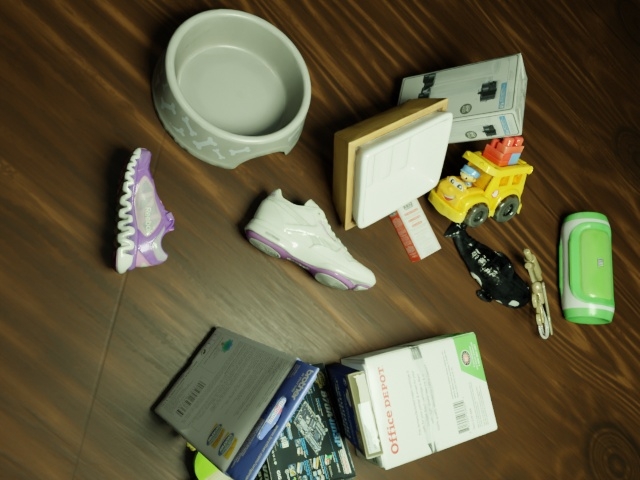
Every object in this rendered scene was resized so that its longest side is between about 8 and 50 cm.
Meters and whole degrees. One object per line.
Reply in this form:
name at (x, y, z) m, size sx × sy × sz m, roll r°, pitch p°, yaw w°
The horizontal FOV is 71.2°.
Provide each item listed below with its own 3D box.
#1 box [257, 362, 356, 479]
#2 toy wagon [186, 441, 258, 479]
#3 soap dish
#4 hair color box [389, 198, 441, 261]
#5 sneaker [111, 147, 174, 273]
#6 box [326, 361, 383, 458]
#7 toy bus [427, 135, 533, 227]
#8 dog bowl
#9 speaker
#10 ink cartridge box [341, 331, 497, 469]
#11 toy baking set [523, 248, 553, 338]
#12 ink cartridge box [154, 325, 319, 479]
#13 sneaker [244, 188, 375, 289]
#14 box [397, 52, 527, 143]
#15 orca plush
box at (-0.044, 0.344, 0.821) m, size 0.175 × 0.051 × 0.221 m, roll 4°, pitch 56°, yaw -38°
toy wagon at (-0.134, 0.483, 0.799) m, size 0.267 × 0.068 × 0.345 m, roll -27°, pitch 88°, yaw -27°
soap dish at (0.153, -0.180, 1.006) m, size 0.290 × 0.229 × 0.118 m, roll -29°, pitch 51°, yaw -26°
hair color box at (0.229, -0.027, 1.096) m, size 0.071 × 0.043 × 0.141 m, roll -25°, pitch 89°, yaw -26°
sneaker at (-0.327, -0.054, 0.840) m, size 0.104 × 0.095 × 0.237 m, roll 5°, pitch 80°, yaw -29°
box at (0.054, 0.306, 0.841) m, size 0.036 × 0.225 × 0.137 m, roll -12°, pitch 81°, yaw -11°
toy bus at (0.400, -0.158, 1.090) m, size 0.220 × 0.212 × 0.149 m, roll -11°, pitch 41°, yaw -24°
dog bowl at (-0.178, -0.332, 0.963) m, size 0.348 × 0.102 × 0.349 m, roll 6°, pitch 74°, yaw -22°
speaker at (0.742, 0.076, 1.249) m, size 0.131 × 0.131 × 0.297 m, roll 15°, pitch 72°, yaw -20°
ink cartridge box at (0.206, 0.326, 0.954) m, size 0.288 × 0.121 × 0.211 m, roll -5°, pitch 79°, yaw -25°
toy baking set at (0.563, 0.145, 1.166) m, size 0.256 × 0.030 × 0.197 m, roll 38°, pitch 51°, yaw -46°
ink cartridge box at (-0.134, 0.255, 0.723) m, size 0.065 × 0.311 × 0.186 m, roll 49°, pitch 62°, yaw -28°
sneaker at (0.000, 0.000, 0.949) m, size 0.305 × 0.114 × 0.152 m, roll 30°, pitch 68°, yaw -14°
box at (0.332, -0.328, 1.081) m, size 0.087 × 0.289 × 0.169 m, roll 37°, pitch 61°, yaw -48°
orca plush at (0.454, 0.055, 1.140) m, size 0.151 × 0.102 × 0.287 m, roll -30°, pitch 90°, yaw -27°
